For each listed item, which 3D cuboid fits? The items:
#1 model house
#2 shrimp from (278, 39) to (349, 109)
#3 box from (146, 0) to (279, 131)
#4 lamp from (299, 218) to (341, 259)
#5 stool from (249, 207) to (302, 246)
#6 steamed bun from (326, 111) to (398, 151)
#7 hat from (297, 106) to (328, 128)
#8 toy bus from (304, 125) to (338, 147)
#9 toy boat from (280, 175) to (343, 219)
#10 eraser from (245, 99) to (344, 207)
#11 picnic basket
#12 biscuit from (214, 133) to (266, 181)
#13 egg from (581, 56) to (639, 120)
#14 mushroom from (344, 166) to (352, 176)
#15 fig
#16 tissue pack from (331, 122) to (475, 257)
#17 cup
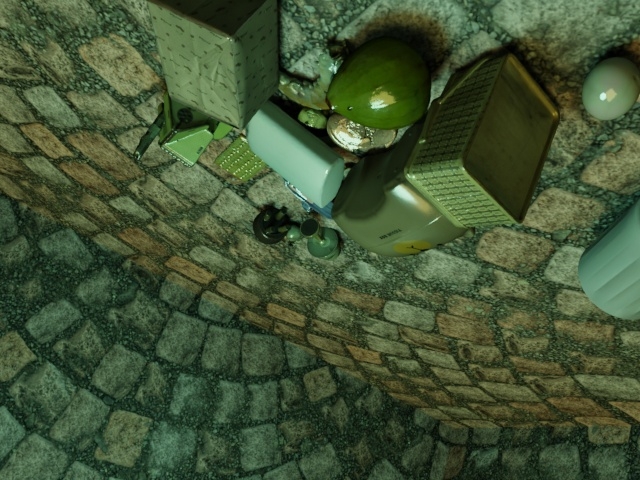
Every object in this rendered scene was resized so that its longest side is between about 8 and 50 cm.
[{"bbox_3d":[-0.400,-0.293,1.633,0.218,0.278,0.205,34,152,-20],"label":"model house"},{"bbox_3d":[-0.028,-0.403,1.410,0.287,0.068,0.185,15,149,35],"label":"shrimp"},{"bbox_3d":[-0.231,-0.441,1.294,0.225,0.190,0.297,28,154,12],"label":"box"},{"bbox_3d":[0.000,0.000,2.026,0.121,0.121,0.214,8,162,25],"label":"lamp"},{"bbox_3d":[-0.150,-0.046,2.065,0.217,0.125,0.121,24,153,-25],"label":"stool"},{"bbox_3d":[0.109,-0.282,1.411,0.175,0.145,0.106,4,113,8],"label":"steamed bun"},{"bbox_3d":[-0.016,-0.332,1.508,0.076,0.059,0.077,-4,-147,-41],"label":"hat"},{"bbox_3d":[0.025,-0.290,1.564,0.172,0.057,0.072,-1,148,40],"label":"toy bus"},{"bbox_3d":[-0.025,-0.152,1.763,0.309,0.129,0.142,36,135,-22],"label":"toy boat"},{"bbox_3d":[-0.073,-0.238,1.558,0.290,0.104,0.189,40,148,17],"label":"eraser"},{"bbox_3d":[0.347,-0.207,1.212,0.228,0.312,0.175,37,159,-28],"label":"picnic basket"},{"bbox_3d":[-0.255,-0.265,1.858,0.139,0.016,0.231,32,152,-21],"label":"biscuit"},{"bbox_3d":[0.567,-0.294,1.107,0.103,0.103,0.135,12,152,18],"label":"egg"},{"bbox_3d":[0.141,-0.153,1.720,0.071,0.084,0.209,-39,118,11],"label":"mushroom"},{"bbox_3d":[0.124,-0.328,1.241,0.225,0.203,0.203,-23,142,3],"label":"fig"},{"bbox_3d":[0.237,-0.111,1.498,0.277,0.267,0.387,32,151,-20],"label":"tissue pack"},{"bbox_3d":[0.850,0.026,1.375,0.323,0.236,0.326,-7,153,-8],"label":"cup"}]
